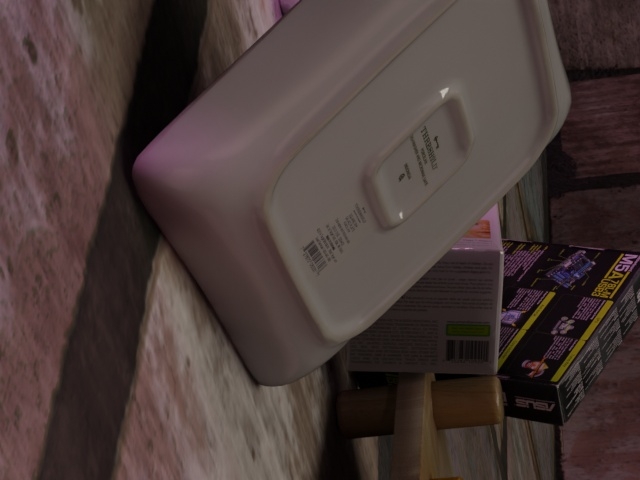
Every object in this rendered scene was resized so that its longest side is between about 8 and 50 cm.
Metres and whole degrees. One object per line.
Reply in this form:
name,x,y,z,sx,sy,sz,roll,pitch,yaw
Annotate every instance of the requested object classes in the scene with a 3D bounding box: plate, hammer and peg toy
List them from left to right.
plate,0.043,-0.055,0.986,0.045,0.278,0.277,40,-13,28
hammer and peg toy,0.092,0.288,1.301,0.266,0.127,0.361,-82,162,-57

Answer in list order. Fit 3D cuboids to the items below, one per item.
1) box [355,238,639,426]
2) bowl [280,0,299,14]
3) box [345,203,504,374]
box,0.149,0.065,1.402,0.191,0.184,0.045,-47,134,-44
bowl,0.004,-0.195,1.300,0.142,0.053,0.142,55,30,-67
box,0.076,0.007,1.326,0.203,0.114,0.103,-83,174,-64
